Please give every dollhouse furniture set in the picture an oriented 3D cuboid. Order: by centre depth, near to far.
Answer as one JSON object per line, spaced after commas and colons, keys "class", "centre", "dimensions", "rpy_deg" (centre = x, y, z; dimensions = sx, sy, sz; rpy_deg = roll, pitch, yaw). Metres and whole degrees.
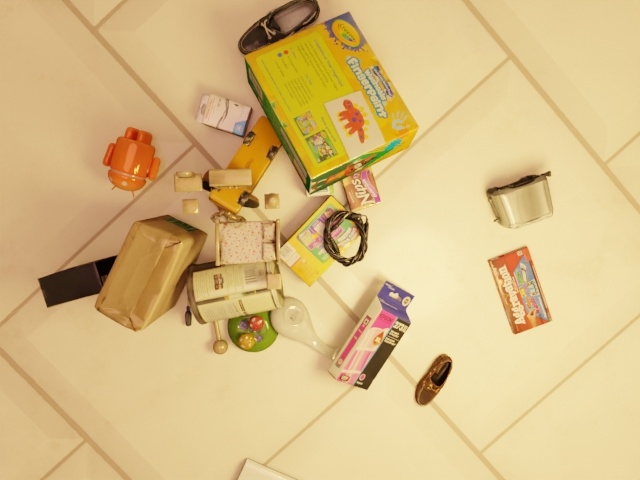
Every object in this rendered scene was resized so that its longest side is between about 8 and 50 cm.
{"class": "dollhouse furniture set", "centre": [-0.265, -0.022, 1.512], "dimensions": [0.303, 0.174, 0.356], "rpy_deg": [-2, 93, -6]}

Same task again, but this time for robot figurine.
{"class": "robot figurine", "centre": [-0.621, -0.258, 1.727], "dimensions": [0.158, 0.128, 0.220], "rpy_deg": [15, 96, -34]}

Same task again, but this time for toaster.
{"class": "toaster", "centre": [0.684, -0.132, 1.770], "dimensions": [0.226, 0.129, 0.147], "rpy_deg": [-19, 99, -2]}

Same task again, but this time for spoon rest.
{"class": "spoon rest", "centre": [-0.054, 0.310, 1.812], "dimensions": [0.276, 0.084, 0.137], "rpy_deg": [41, 64, 1]}

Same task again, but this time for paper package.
{"class": "paper package", "centre": [-0.521, 0.087, 1.659], "dimensions": [0.168, 0.325, 0.310], "rpy_deg": [27, 95, -1]}

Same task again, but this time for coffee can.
{"class": "coffee can", "centre": [-0.274, 0.152, 1.727], "dimensions": [0.275, 0.201, 0.202], "rpy_deg": [-11, 95, 3]}

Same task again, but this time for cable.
{"class": "cable", "centre": [0.082, -0.004, 1.724], "dimensions": [0.150, 0.047, 0.185], "rpy_deg": [6, 96, -3]}

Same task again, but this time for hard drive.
{"class": "hard drive", "centre": [-0.163, 0.942, 1.887], "dimensions": [0.318, 0.040, 0.210], "rpy_deg": [25, 94, -3]}

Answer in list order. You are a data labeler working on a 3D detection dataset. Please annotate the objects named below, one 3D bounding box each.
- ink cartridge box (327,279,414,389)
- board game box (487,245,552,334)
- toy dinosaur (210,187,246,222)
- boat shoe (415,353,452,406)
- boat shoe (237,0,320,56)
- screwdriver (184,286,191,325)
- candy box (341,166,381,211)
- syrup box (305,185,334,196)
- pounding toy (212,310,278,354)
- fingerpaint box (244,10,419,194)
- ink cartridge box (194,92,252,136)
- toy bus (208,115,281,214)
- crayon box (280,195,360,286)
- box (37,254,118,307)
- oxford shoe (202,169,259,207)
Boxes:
{"class": "ink cartridge box", "centre": [0.190, 0.328, 1.790], "dimensions": [0.175, 0.069, 0.371], "rpy_deg": [29, 92, -40]}
{"class": "board game box", "centre": [0.702, 0.177, 1.846], "dimensions": [0.145, 0.027, 0.282], "rpy_deg": [-21, 95, 2]}
{"class": "toy dinosaur", "centre": [-0.331, -0.100, 1.781], "dimensions": [0.092, 0.053, 0.183], "rpy_deg": [-45, 118, 3]}
{"class": "boat shoe", "centre": [0.398, 0.496, 1.845], "dimensions": [0.073, 0.073, 0.207], "rpy_deg": [25, 95, -4]}
{"class": "boat shoe", "centre": [-0.142, -0.705, 1.716], "dimensions": [0.302, 0.091, 0.114], "rpy_deg": [-34, 95, 2]}
{"class": "screwdriver", "centre": [-0.462, 0.215, 1.825], "dimensions": [0.024, 0.025, 0.170], "rpy_deg": [-2, 96, -1]}
{"class": "candy box", "centre": [0.129, -0.200, 1.787], "dimensions": [0.109, 0.053, 0.187], "rpy_deg": [-16, 94, 0]}
{"class": "syrup box", "centre": [-0.014, -0.268, 1.756], "dimensions": [0.093, 0.096, 0.237], "rpy_deg": [-6, 96, -3]}
{"class": "pounding toy", "centre": [-0.261, 0.309, 1.794], "dimensions": [0.236, 0.110, 0.183], "rpy_deg": [-5, 95, -1]}
{"class": "fingerpaint box", "centre": [0.029, -0.425, 1.631], "dimensions": [0.371, 0.163, 0.445], "rpy_deg": [-27, 79, -9]}
{"class": "ink cartridge box", "centre": [-0.328, -0.422, 1.753], "dimensions": [0.180, 0.060, 0.104], "rpy_deg": [17, 95, -3]}
{"class": "toy bus", "centre": [-0.231, -0.238, 1.686], "dimensions": [0.108, 0.130, 0.333], "rpy_deg": [31, 75, -7]}
{"class": "crayon box", "centre": [0.000, 0.000, 1.787], "dimensions": [0.165, 0.081, 0.278], "rpy_deg": [44, 93, -5]}
{"class": "box", "centre": [-0.747, 0.123, 1.691], "dimensions": [0.184, 0.261, 0.103], "rpy_deg": [-18, 95, 0]}
{"class": "oxford shoe", "centre": [-0.296, -0.178, 1.775], "dimensions": [0.212, 0.076, 0.076], "rpy_deg": [27, 56, -14]}
